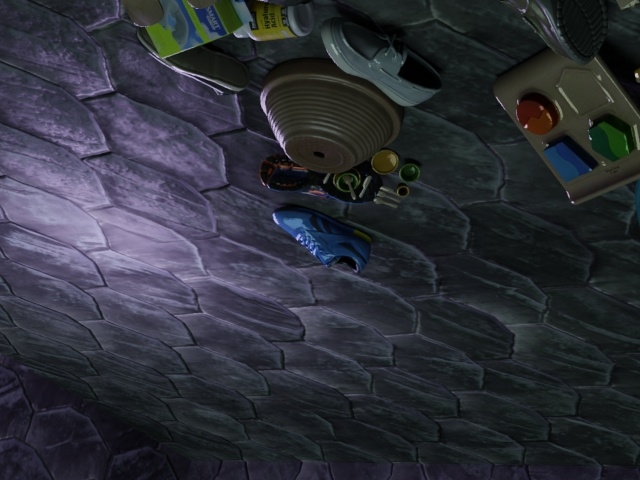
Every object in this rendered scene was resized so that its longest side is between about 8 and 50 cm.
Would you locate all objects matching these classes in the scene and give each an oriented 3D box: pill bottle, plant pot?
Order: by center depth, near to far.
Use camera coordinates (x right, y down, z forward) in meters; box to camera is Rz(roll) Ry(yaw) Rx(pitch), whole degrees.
[{"bbox_3d":[-0.073,-0.327,2.020,0.116,0.065,0.065,-2,151,31],"label":"pill bottle"},{"bbox_3d":[0.011,-0.184,2.226,0.237,0.109,0.237,11,155,5],"label":"plant pot"}]

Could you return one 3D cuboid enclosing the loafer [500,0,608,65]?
[{"bbox_3d":[0.294,-0.331,1.812,0.087,0.094,0.251,22,160,52],"label":"loafer"}]

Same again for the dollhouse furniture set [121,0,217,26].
[{"bbox_3d":[-0.153,-0.388,1.771,0.242,0.212,0.161,-17,149,3],"label":"dollhouse furniture set"}]

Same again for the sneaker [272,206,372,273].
[{"bbox_3d":[0.000,0.000,2.652,0.209,0.082,0.069,23,156,-15],"label":"sneaker"}]

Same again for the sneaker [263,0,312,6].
[{"bbox_3d":[-0.010,-0.369,1.895,0.234,0.078,0.106,-3,175,7],"label":"sneaker"}]

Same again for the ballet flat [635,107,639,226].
[{"bbox_3d":[0.546,-0.115,2.104,0.124,0.116,0.342,-12,150,8],"label":"ballet flat"}]

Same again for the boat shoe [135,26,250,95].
[{"bbox_3d":[-0.212,-0.283,2.178,0.206,0.075,0.065,24,151,-30],"label":"boat shoe"}]

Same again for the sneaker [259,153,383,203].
[{"bbox_3d":[0.002,-0.114,2.432,0.221,0.083,0.087,11,-179,-4],"label":"sneaker"}]

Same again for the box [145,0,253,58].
[{"bbox_3d":[-0.191,-0.341,2.027,0.178,0.042,0.109,-12,112,44],"label":"box"}]

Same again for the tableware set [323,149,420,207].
[{"bbox_3d":[0.090,-0.113,2.367,0.154,0.024,0.104,20,116,-16],"label":"tableware set"}]

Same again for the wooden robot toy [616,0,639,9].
[{"bbox_3d":[0.436,-0.356,1.718,0.173,0.076,0.079,-19,105,50],"label":"wooden robot toy"}]

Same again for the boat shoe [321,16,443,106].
[{"bbox_3d":[0.098,-0.274,2.040,0.081,0.079,0.227,-18,147,39],"label":"boat shoe"}]

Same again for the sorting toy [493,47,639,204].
[{"bbox_3d":[0.396,-0.183,1.963,0.229,0.041,0.307,55,145,-6],"label":"sorting toy"}]
